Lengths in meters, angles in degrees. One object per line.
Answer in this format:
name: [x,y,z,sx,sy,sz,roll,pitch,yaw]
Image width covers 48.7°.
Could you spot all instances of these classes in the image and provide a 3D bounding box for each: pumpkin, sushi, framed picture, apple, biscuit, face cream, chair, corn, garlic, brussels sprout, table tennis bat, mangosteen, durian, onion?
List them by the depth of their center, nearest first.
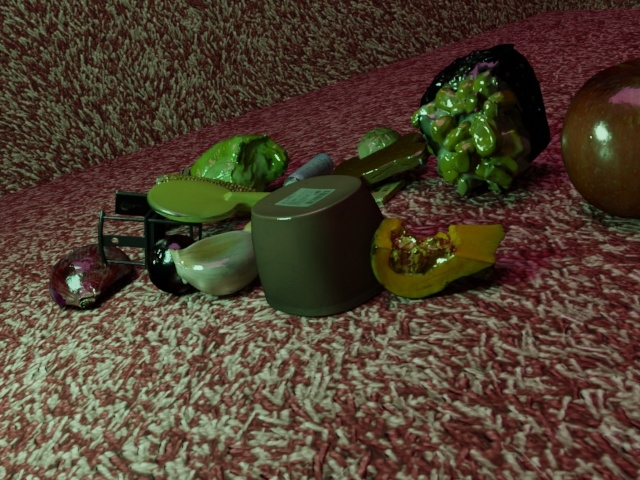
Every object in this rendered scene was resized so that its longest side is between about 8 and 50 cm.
pumpkin: [0.223,0.037,1.366,0.248,0.126,0.131,6,32,11]
apple: [0.657,-0.209,1.416,0.349,0.276,0.348,-12,22,5]
garlic: [-0.194,0.039,1.634,0.267,0.148,0.128,-22,1,-28]
mangosteen: [-0.342,0.059,1.714,0.153,0.152,0.152,-15,21,6]
sushi: [0.374,-0.273,1.744,0.329,0.327,0.285,4,40,40]
chair: [-0.425,-0.012,1.833,0.260,0.154,0.141,5,22,1]
table tennis bat: [-0.262,-0.103,1.842,0.369,0.054,0.224,0,29,-18]
onion: [-0.617,0.086,1.869,0.227,0.120,0.283,-25,22,-9]
framed picture: [-0.406,-0.090,1.976,0.324,0.013,0.244,5,-12,-16]
biscuit: [0.111,-0.180,2.027,0.432,0.064,0.283,-25,19,11]
corn: [-0.334,-0.133,2.073,0.318,0.115,0.115,6,17,-14]
face cream: [-0.042,-0.197,2.195,0.075,0.075,0.229,-2,25,33]
brussels sprout: [0.188,-0.291,2.199,0.155,0.117,0.155,-2,13,0]
durian: [-0.290,-0.212,2.253,0.340,0.204,0.255,-7,34,26]

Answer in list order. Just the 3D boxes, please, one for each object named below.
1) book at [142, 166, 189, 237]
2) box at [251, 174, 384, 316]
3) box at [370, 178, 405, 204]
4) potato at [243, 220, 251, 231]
book: [-0.480,-0.113,2.207,0.231,0.026,0.157,-52,18,16]
box: [0.000,0.000,1.485,0.301,0.216,0.301,-13,23,6]
box: [0.172,-0.132,1.945,0.073,0.020,0.149,-1,26,35]
potato: [-0.114,-0.017,1.755,0.178,0.109,0.118,-14,35,7]
